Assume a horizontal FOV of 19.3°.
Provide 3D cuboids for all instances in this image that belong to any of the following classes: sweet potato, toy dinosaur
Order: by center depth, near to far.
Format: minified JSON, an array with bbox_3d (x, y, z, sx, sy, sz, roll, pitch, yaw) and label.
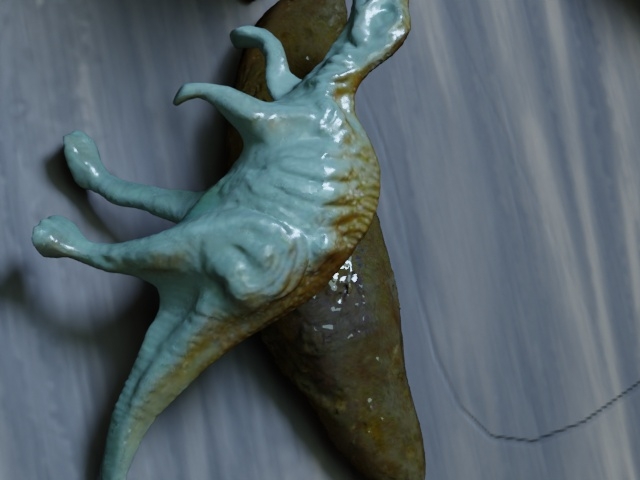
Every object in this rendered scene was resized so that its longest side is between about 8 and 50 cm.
[{"bbox_3d":[-0.076,0.010,1.099,0.205,0.092,0.393,11,78,14],"label":"toy dinosaur"},{"bbox_3d":[-0.003,-0.002,1.178,0.114,0.092,0.342,1,73,-44],"label":"sweet potato"}]
